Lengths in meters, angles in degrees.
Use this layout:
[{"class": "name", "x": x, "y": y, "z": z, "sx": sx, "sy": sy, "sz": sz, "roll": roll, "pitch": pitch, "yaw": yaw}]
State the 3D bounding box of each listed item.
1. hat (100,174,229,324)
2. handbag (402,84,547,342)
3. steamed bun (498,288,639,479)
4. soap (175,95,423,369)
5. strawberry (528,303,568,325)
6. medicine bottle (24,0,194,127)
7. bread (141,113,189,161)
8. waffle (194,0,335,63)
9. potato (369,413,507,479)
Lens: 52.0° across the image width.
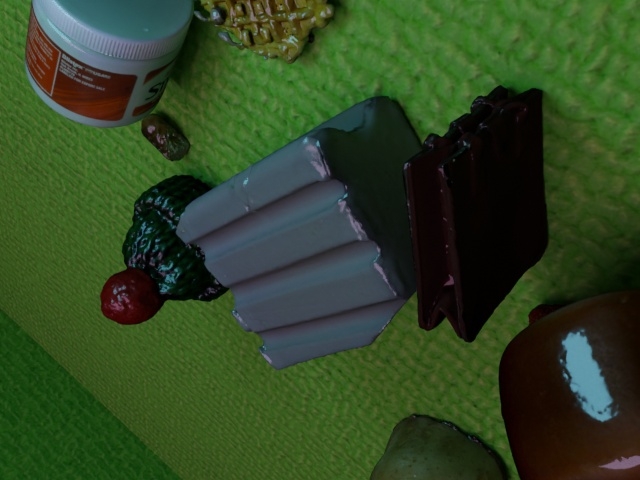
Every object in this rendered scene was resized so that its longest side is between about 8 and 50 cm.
[{"class": "hat", "x": -0.318, "y": 0.034, "z": 1.351, "sx": 0.274, "sy": 0.332, "sz": 0.242, "roll": 32, "pitch": 140, "yaw": 18}, {"class": "handbag", "x": 0.207, "y": -0.036, "z": 0.854, "sx": 0.084, "sy": 0.260, "sz": 0.275, "roll": 17, "pitch": 129, "yaw": 37}, {"class": "steamed bun", "x": 0.359, "y": 0.226, "z": 0.824, "sx": 0.248, "sy": 0.234, "sz": 0.379, "roll": -16, "pitch": 148, "yaw": 17}, {"class": "soap", "x": 0.000, "y": 0.000, "z": 1.116, "sx": 0.435, "sy": 0.213, "sz": 0.350, "roll": -24, "pitch": 100, "yaw": 50}, {"class": "strawberry", "x": 0.360, "y": 0.137, "z": 0.986, "sx": 0.106, "sy": 0.106, "sz": 0.106, "roll": 25, "pitch": 135, "yaw": 28}, {"class": "medicine bottle", "x": -0.374, "y": -0.362, "z": 1.149, "sx": 0.252, "sy": 0.252, "sz": 0.241, "roll": 48, "pitch": 142, "yaw": 3}, {"class": "bread", "x": -0.331, "y": -0.221, "z": 1.377, "sx": 0.110, "sy": 0.060, "sz": 0.066, "roll": 45, "pitch": 170, "yaw": 7}, {"class": "waffle", "x": -0.094, "y": -0.408, "z": 1.004, "sx": 0.280, "sy": 0.060, "sz": 0.262, "roll": 44, "pitch": 138, "yaw": 5}, {"class": "potato", "x": 0.208, "y": 0.498, "z": 1.322, "sx": 0.286, "sy": 0.242, "sz": 0.242, "roll": 9, "pitch": 126, "yaw": 43}]
